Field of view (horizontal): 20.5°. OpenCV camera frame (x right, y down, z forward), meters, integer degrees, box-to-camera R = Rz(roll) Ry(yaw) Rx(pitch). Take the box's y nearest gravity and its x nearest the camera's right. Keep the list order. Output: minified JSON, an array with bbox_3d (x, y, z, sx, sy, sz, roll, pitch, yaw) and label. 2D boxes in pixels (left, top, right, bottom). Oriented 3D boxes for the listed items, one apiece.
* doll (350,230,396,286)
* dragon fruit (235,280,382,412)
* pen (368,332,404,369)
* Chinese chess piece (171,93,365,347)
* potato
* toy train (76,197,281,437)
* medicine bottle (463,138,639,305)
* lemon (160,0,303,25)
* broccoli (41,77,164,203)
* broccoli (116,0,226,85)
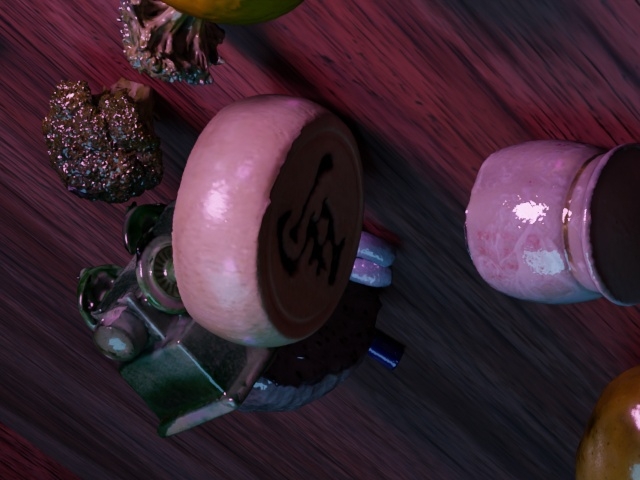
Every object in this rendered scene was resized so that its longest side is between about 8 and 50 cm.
[{"bbox_3d":[0.000,-0.002,1.993,0.179,0.075,0.120,12,115,6],"label":"doll"},{"bbox_3d":[-0.102,0.109,2.125,0.283,0.204,0.221,32,147,-9],"label":"dragon fruit"},{"bbox_3d":[-0.010,0.083,2.243,0.269,0.033,0.033,32,159,-11],"label":"pen"},{"bbox_3d":[-0.047,-0.019,1.735,0.101,0.250,0.250,11,154,25],"label":"Chinese chess piece"},{"bbox_3d":[0.381,0.245,1.905,0.215,0.216,0.304,18,145,24],"label":"potato"},{"bbox_3d":[-0.133,0.053,1.872,0.145,0.266,0.202,-25,112,42],"label":"toy train"},{"bbox_3d":[0.224,-0.016,1.557,0.143,0.147,0.147,2,147,43],"label":"medicine bottle"},{"bbox_3d":[-0.064,-0.262,1.295,0.184,0.184,0.248,26,142,3],"label":"lemon"},{"bbox_3d":[-0.229,-0.110,1.905,0.145,0.138,0.162,28,158,-1],"label":"broccoli"},{"bbox_3d":[-0.112,-0.221,1.587,0.118,0.122,0.204,19,149,-22],"label":"broccoli"}]
